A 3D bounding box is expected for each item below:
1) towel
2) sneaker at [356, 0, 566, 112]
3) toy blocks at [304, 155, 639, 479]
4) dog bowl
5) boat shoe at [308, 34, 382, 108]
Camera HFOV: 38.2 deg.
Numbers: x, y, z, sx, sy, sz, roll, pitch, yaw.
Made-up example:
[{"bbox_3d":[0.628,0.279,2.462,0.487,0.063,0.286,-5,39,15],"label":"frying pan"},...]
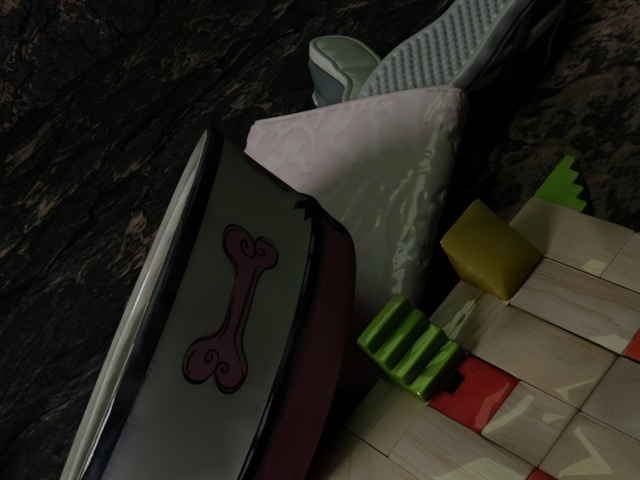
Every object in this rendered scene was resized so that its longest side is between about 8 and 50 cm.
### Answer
[{"bbox_3d":[0.000,0.000,1.013,0.317,0.053,0.332,-3,65,45],"label":"towel"},{"bbox_3d":[0.185,-0.215,1.121,0.321,0.127,0.126,-45,46,-2],"label":"sneaker"},{"bbox_3d":[0.178,0.135,0.637,0.381,0.191,0.261,-48,42,-15],"label":"toy blocks"},{"bbox_3d":[-0.104,0.119,0.787,0.408,0.150,0.408,-158,90,-79],"label":"dog bowl"},{"bbox_3d":[0.063,-0.171,1.246,0.116,0.099,0.319,-8,38,-18],"label":"boat shoe"}]
